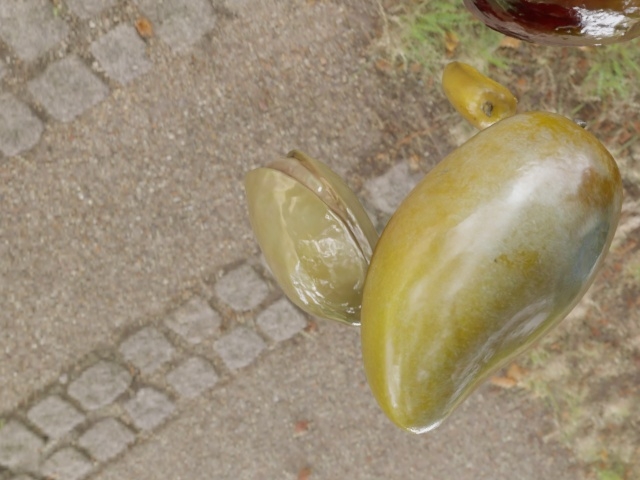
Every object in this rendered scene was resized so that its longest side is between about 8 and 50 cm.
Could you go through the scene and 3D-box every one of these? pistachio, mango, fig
[{"bbox_3d":[0.000,0.000,1.297,0.162,0.293,0.181,-18,154,-23],"label":"pistachio"},{"bbox_3d":[0.172,0.027,0.958,0.221,0.199,0.384,42,77,-40],"label":"mango"},{"bbox_3d":[0.249,-0.301,0.906,0.224,0.224,0.263,-40,126,19],"label":"fig"},{"bbox_3d":[0.211,-0.202,1.235,0.101,0.187,0.066,27,112,-22],"label":"mango"}]
